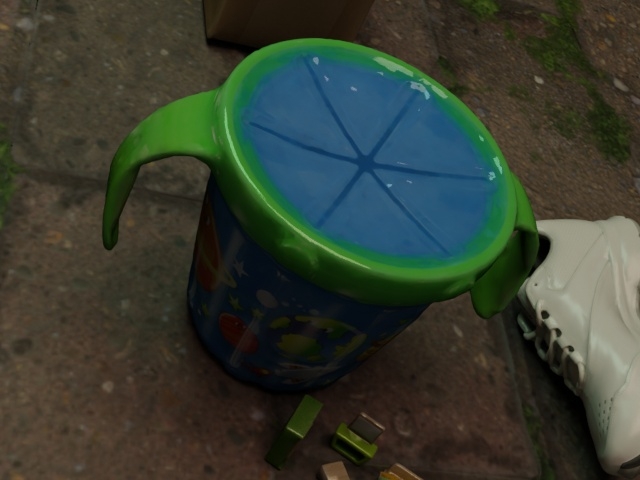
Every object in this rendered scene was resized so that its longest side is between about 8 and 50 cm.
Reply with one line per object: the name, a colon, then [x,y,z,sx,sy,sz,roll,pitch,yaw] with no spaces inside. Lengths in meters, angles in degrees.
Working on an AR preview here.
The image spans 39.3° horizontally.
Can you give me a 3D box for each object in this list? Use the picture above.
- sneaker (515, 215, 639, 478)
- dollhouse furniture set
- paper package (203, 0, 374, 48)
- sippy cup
sneaker: [0.255,0.094,0.867,0.129,0.111,0.297,6,44,-2]
dollhouse furniture set: [0.036,0.183,0.690,0.152,0.058,0.076,34,46,3]
paper package: [-0.012,-0.412,0.988,0.168,0.324,0.309,7,50,-21]
sippy cup: [0.000,0.000,0.712,0.305,0.224,0.240,37,46,6]
